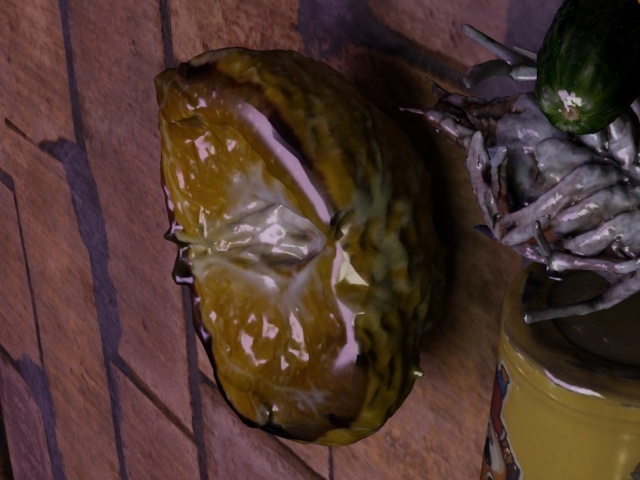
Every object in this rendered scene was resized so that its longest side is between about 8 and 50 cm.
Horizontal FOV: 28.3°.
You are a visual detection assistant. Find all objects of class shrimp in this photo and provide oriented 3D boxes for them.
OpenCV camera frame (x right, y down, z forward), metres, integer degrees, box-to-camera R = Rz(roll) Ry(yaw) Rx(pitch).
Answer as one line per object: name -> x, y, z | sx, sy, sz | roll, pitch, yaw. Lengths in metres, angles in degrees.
shrimp -> 0.211, -0.022, 0.815 | 0.410, 0.221, 0.166 | 36, 165, 21

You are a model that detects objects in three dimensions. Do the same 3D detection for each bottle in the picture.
bottle -> 0.199, 0.193, 0.943 | 0.171, 0.171, 0.351 | 41, 139, 43

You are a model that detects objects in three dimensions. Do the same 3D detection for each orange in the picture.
orange -> 0.000, 0.000, 1.141 | 0.271, 0.210, 0.369 | 4, 107, 57

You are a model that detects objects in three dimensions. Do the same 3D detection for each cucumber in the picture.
cucumber -> 0.180, -0.135, 0.764 | 0.074, 0.241, 0.074 | 17, 133, 19

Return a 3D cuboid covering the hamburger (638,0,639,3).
hamburger -> 0.244, -0.170, 0.682 | 0.115, 0.162, 0.162 | -142, 43, -59
